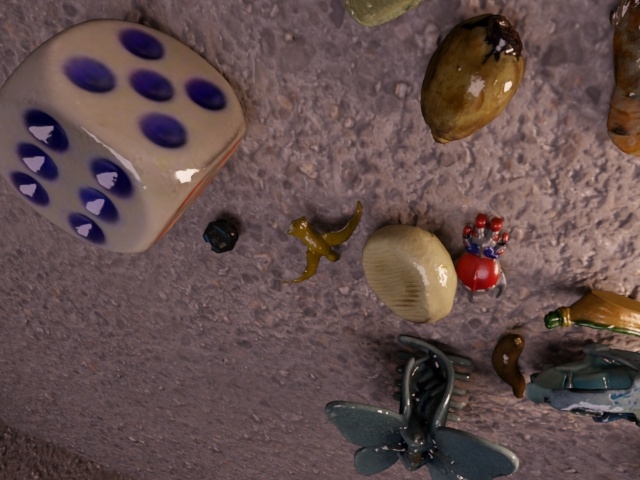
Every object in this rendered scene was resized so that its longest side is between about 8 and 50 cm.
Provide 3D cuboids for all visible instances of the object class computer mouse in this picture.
[{"bbox_3d":[-0.225,-0.012,1.135,0.079,0.047,0.135,53,142,-7],"label":"computer mouse"}]

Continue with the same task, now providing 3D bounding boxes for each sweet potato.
[{"bbox_3d":[0.411,0.275,1.083,0.069,0.060,0.250,-8,129,15],"label":"sweet potato"}]

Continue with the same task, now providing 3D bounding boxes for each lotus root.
[{"bbox_3d":[0.205,-0.215,0.705,0.138,0.138,0.214,25,143,3],"label":"lotus root"}]

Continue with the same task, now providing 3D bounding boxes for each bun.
[{"bbox_3d":[0.182,0.055,0.961,0.222,0.127,0.222,41,154,25],"label":"bun"}]

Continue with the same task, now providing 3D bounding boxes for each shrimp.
[{"bbox_3d":[0.462,-0.232,0.631,0.168,0.058,0.296,-7,128,21],"label":"shrimp"}]

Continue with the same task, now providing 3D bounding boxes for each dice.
[{"bbox_3d":[-0.336,-0.179,0.863,0.304,0.304,0.277,39,132,-11],"label":"dice"}]

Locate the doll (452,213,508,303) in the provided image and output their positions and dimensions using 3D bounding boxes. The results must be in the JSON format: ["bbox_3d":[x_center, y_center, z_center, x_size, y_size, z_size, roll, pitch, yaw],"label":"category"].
[{"bbox_3d":[0.299,0.042,0.934,0.104,0.062,0.195,4,123,7],"label":"doll"}]

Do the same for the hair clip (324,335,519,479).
[{"bbox_3d":[0.238,0.416,1.155,0.391,0.238,0.319,9,132,17],"label":"hair clip"}]

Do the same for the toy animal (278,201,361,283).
[{"bbox_3d":[0.000,0.000,1.024,0.219,0.155,0.095,-47,73,3],"label":"toy animal"}]

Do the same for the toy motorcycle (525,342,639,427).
[{"bbox_3d":[0.531,0.280,0.949,0.259,0.206,0.155,-9,87,30],"label":"toy motorcycle"}]

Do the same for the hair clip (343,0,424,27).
[{"bbox_3d":[0.043,-0.440,0.621,0.138,0.091,0.322,-11,111,41],"label":"hair clip"}]

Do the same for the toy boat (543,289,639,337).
[{"bbox_3d":[0.518,0.144,0.888,0.229,0.089,0.088,16,111,-4],"label":"toy boat"}]
